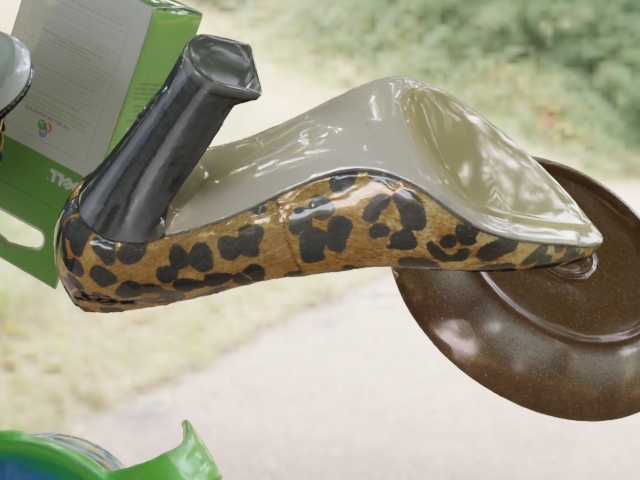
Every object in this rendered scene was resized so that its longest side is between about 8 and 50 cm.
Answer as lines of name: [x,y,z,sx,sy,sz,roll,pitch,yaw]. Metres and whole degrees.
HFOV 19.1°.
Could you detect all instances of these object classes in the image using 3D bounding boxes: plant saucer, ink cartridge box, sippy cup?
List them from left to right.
sippy cup: [-0.239,0.259,1.588,0.305,0.240,0.224,4,5,3]
ink cartridge box: [-0.171,-0.083,1.323,0.109,0.209,0.062,27,15,26]
plant saucer: [0.137,0.016,1.129,0.198,0.036,0.198,14,47,-16]

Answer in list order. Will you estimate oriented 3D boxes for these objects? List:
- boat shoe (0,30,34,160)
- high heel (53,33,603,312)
boat shoe: [-0.228,-0.082,1.247,0.183,0.065,0.083,-19,-30,41]
high heel: [0.000,0.000,0.992,0.261,0.186,0.093,19,43,-24]
